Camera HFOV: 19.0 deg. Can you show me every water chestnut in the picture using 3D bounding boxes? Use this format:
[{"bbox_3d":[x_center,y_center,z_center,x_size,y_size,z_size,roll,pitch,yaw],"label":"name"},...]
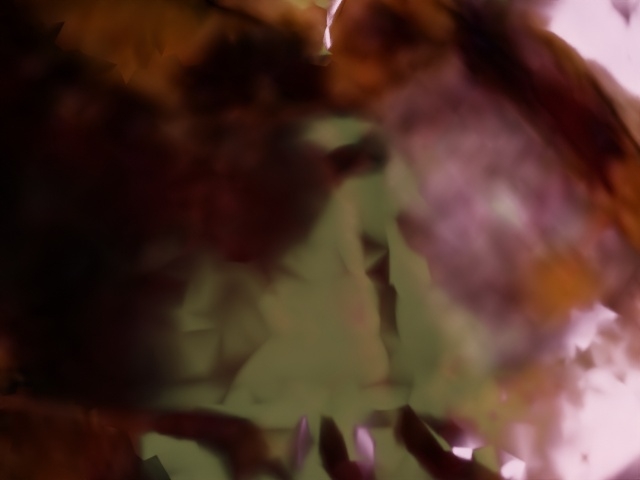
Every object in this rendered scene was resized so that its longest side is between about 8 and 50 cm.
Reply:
[{"bbox_3d":[0.000,0.000,0.504,0.335,0.335,0.347,-24,143,-18],"label":"water chestnut"}]
